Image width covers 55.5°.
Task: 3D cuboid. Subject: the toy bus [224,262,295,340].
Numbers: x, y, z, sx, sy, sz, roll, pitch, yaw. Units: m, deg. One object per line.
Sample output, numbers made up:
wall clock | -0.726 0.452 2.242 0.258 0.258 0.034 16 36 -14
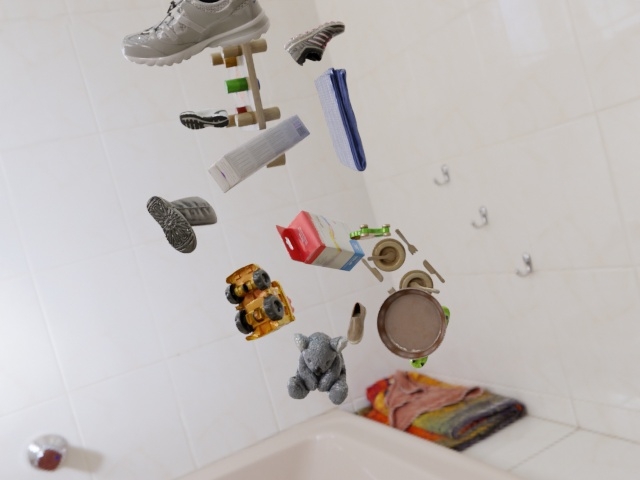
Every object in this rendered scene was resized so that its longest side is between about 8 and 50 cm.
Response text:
toy bus | -0.171 0.187 1.924 0.149 0.220 0.211 -29 -13 26

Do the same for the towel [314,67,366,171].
towel | 0.050 -0.299 1.509 0.040 0.243 0.336 -17 13 -3

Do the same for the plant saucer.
plant saucer | 0.218 0.197 1.446 0.168 0.168 0.029 -15 -11 20

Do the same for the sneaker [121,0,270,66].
sneaker | -0.237 -0.400 1.098 0.281 0.115 0.105 -13 38 10

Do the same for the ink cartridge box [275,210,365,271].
ink cartridge box | 0.000 0.000 1.682 0.231 0.134 0.078 12 -51 -45

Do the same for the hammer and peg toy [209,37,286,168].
hammer and peg toy | -0.210 -0.384 1.727 0.127 0.361 0.266 -15 15 -16

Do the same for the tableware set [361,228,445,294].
tableware set | 0.206 0.079 1.517 0.128 0.194 0.039 -42 8 6

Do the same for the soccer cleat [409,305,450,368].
soccer cleat | 0.277 0.245 1.571 0.060 0.179 0.072 26 6 1

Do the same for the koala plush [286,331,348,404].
koala plush | -0.004 0.364 1.893 0.196 0.221 0.203 4 45 8

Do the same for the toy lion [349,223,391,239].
toy lion | 0.131 -0.018 1.641 0.100 0.034 0.096 -2 -12 -12

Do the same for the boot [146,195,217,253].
boot | -0.334 -0.046 1.574 0.076 0.190 0.208 -39 -14 13

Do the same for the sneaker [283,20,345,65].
sneaker | -0.005 -0.482 1.501 0.170 0.075 0.063 -30 4 -19

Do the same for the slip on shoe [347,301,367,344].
slip on shoe | 0.104 0.237 1.756 0.051 0.041 0.135 -4 42 27

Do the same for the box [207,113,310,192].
box | -0.131 -0.206 1.385 0.063 0.067 0.324 -31 9 37

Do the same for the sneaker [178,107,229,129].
sneaker | -0.253 -0.268 1.327 0.109 0.040 0.044 1 43 -7
